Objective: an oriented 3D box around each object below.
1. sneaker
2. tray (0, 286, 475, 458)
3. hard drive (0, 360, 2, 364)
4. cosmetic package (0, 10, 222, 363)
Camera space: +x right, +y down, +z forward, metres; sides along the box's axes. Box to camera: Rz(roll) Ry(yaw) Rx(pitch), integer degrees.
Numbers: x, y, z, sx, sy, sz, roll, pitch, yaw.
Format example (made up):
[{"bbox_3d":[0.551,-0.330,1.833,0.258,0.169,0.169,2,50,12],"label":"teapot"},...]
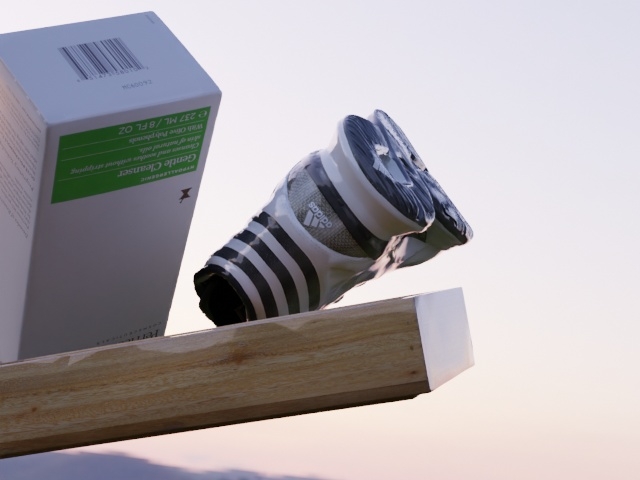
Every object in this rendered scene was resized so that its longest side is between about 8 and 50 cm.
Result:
[{"bbox_3d":[-0.001,-0.001,1.362,0.257,0.169,0.447,-36,-9,11],"label":"sneaker"},{"bbox_3d":[-0.099,0.107,1.024,0.411,0.076,0.203,-11,-3,15],"label":"tray"},{"bbox_3d":[-0.478,0.081,1.873,0.308,0.203,0.040,-14,-5,13],"label":"hard drive"},{"bbox_3d":[-0.250,-0.042,1.367,0.197,0.155,0.365,-17,-39,-32],"label":"cosmetic package"}]
